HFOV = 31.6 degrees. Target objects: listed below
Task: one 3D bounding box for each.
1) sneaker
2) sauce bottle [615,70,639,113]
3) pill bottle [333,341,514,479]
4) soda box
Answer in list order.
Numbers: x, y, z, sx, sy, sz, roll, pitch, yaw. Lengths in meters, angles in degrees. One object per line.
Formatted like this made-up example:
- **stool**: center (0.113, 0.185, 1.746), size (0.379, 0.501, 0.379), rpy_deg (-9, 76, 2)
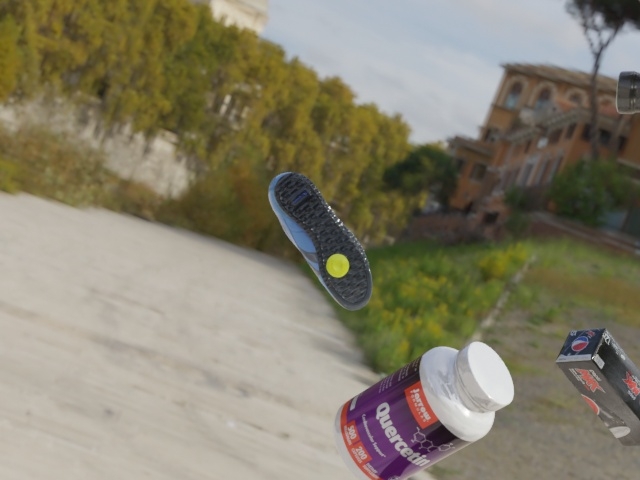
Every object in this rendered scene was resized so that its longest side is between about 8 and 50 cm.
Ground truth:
- **sneaker**: center (0.000, 0.000, 1.525), size (0.209, 0.069, 0.082), rpy_deg (57, -12, -3)
- **sauce bottle**: center (0.644, -0.232, 1.777), size (0.344, 0.111, 0.111), rpy_deg (6, -7, 22)
- **pill bottle**: center (0.188, 0.313, 2.064), size (0.181, 0.323, 0.181), rpy_deg (33, 37, -29)
- **soda box**: center (0.365, 0.184, 1.404), size (0.060, 0.053, 0.169), rpy_deg (-12, -54, 49)
